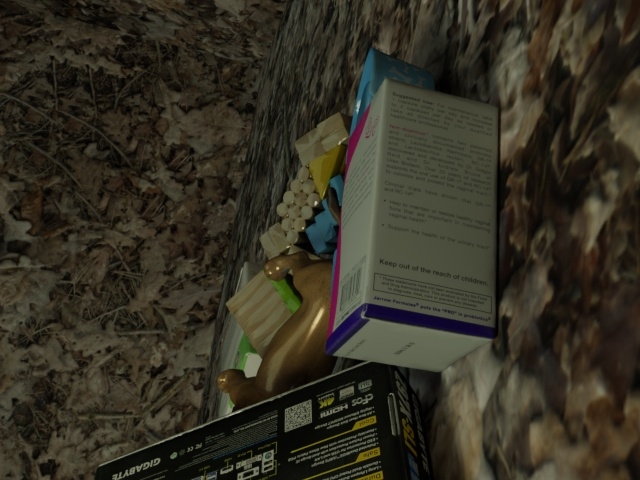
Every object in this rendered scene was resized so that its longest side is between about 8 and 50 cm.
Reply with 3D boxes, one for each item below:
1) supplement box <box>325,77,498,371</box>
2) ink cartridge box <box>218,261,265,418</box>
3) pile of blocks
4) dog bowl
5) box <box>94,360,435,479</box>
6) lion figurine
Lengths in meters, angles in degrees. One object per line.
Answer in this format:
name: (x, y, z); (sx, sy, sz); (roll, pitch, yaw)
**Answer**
supplement box: (0.080, -0.011, 0.691); (0.111, 0.114, 0.219); (124, 154, -63)
ink cartridge box: (-0.095, 0.191, 1.325); (0.272, 0.115, 0.198); (-99, 25, -61)
pile of blocks: (0.000, 0.000, 1.160); (0.113, 0.149, 0.362); (6, -70, -59)
dog bowl: (0.068, -0.063, 0.859); (0.166, 0.074, 0.297); (108, 170, -68)
box: (-0.059, 0.258, 0.663); (0.079, 0.322, 0.257); (56, -163, -34)
lion figurine: (-0.016, 0.133, 0.957); (0.240, 0.142, 0.391); (-150, 77, -70)
